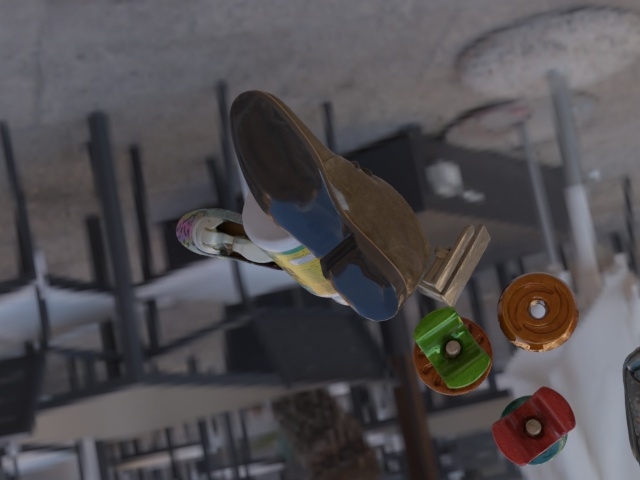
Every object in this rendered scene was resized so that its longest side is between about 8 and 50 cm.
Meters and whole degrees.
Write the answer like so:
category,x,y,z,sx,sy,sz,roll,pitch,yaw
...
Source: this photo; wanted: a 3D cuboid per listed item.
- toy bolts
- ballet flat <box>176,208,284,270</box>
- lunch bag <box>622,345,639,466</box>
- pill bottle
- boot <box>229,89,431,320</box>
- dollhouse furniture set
category,x,y,z,sx,sy,sz,roll,pitch,yaw
toy bolts,0.251,0.169,1.952,0.218,0.228,0.158,-31,167,0
ballet flat,-0.125,0.001,2.295,0.221,0.077,0.079,13,-167,17
lunch bag,0.492,0.197,1.664,0.305,0.256,0.212,-12,167,-31
pill bottle,0.000,0.000,1.909,0.117,0.117,0.208,-17,147,22
boot,0.012,-0.057,1.773,0.112,0.305,0.115,-29,-169,48
dollhouse furniture set,0.145,-0.005,2.260,0.151,0.123,0.144,26,169,25
